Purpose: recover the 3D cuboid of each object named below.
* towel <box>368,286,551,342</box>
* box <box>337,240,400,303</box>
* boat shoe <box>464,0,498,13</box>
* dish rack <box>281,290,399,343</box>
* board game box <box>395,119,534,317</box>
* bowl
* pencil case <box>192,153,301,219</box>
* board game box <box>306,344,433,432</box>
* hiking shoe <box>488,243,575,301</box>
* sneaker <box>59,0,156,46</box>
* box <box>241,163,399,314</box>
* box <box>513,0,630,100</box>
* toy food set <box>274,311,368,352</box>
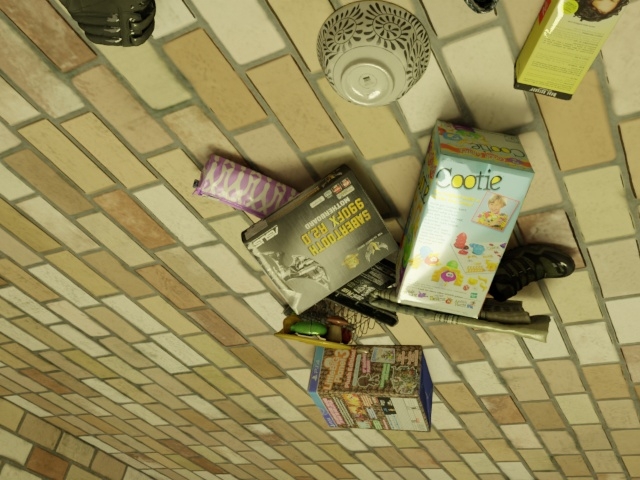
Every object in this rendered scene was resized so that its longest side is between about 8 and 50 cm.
[{"bbox_3d":[0.279,0.128,1.190,0.324,0.056,0.312,10,180,18],"label":"towel"},{"bbox_3d":[0.062,0.036,1.259,0.180,0.077,0.147,28,139,-20],"label":"box"},{"bbox_3d":[0.176,-0.360,0.715,0.065,0.083,0.183,-12,137,27],"label":"boat shoe"},{"bbox_3d":[0.034,0.173,1.447,0.208,0.074,0.271,26,141,-17],"label":"dish rack"},{"bbox_3d":[0.224,-0.033,1.007,0.144,0.142,0.275,12,122,0],"label":"board game box"},{"bbox_3d":[0.071,-0.249,0.889,0.170,0.080,0.170,8,142,6],"label":"bowl"},{"bbox_3d":[-0.132,-0.086,1.145,0.206,0.088,0.086,21,144,-13],"label":"pencil case"},{"bbox_3d":[0.141,0.399,1.652,0.291,0.141,0.232,-2,141,17],"label":"board game box"},{"bbox_3d":[0.377,0.074,1.195,0.227,0.114,0.086,-2,141,17],"label":"hiking shoe"},{"bbox_3d":[-0.235,-0.347,0.832,0.296,0.104,0.147,2,144,22],"label":"sneaker"},{"bbox_3d":[0.000,0.000,1.119,0.231,0.056,0.183,-33,114,1],"label":"box"},{"bbox_3d":[0.331,-0.291,0.785,0.087,0.058,0.232,12,143,0],"label":"box"},{"bbox_3d":[0.007,0.203,1.391,0.218,0.071,0.128,9,168,7],"label":"toy food set"}]
